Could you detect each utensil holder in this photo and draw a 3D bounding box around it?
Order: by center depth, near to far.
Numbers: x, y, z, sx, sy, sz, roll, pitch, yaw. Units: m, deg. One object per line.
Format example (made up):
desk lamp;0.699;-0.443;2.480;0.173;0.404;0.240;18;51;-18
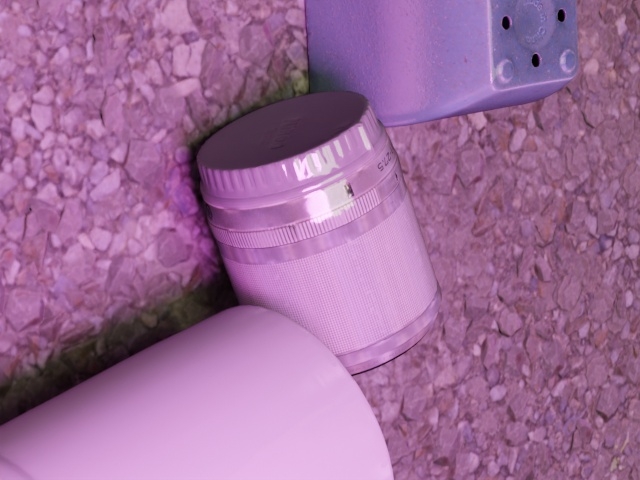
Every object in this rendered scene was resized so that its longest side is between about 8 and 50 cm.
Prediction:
utensil holder;-0.164;0.278;1.671;0.385;0.327;0.328;-29;114;-38

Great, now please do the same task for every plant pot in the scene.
plant pot;0.156;-0.256;1.912;0.247;0.252;0.247;-13;104;-40

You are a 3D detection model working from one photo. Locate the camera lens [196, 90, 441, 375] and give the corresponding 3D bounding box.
camera lens;0.000;0.000;1.833;0.219;0.219;0.274;-35;117;-32
